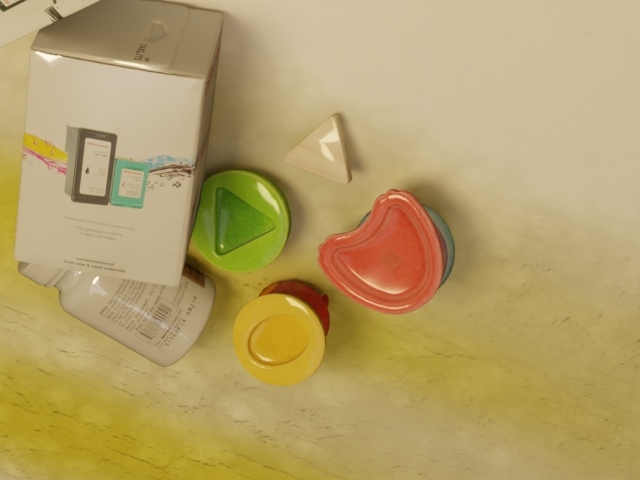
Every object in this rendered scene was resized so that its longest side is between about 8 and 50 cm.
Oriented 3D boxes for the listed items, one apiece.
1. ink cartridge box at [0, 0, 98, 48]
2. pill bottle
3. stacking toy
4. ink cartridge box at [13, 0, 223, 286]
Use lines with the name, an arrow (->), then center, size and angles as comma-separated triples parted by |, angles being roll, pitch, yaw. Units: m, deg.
ink cartridge box -> -0.307, -0.305, 1.895 | 0.203, 0.148, 0.086 | -22, 124, 19
pill bottle -> -0.258, 0.052, 2.172 | 0.229, 0.131, 0.131 | 32, 122, -20
stacking toy -> 0.000, 0.000, 2.169 | 0.309, 0.130, 0.279 | -29, 94, 19
ink cartridge box -> -0.230, -0.123, 1.979 | 0.197, 0.198, 0.270 | 9, 119, -1
